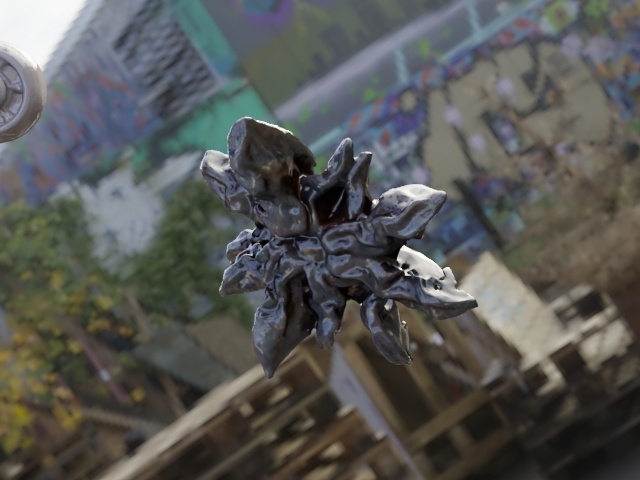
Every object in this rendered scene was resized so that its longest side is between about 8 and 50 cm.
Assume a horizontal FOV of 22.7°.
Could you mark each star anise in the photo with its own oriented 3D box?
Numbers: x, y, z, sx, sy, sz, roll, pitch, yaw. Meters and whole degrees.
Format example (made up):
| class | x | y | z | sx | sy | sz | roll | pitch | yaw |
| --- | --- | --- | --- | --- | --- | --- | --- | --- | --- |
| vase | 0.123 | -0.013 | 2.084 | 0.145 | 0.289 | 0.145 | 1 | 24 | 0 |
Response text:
| class | x | y | z | sx | sy | sz | roll | pitch | yaw |
| --- | --- | --- | --- | --- | --- | --- | --- | --- | --- |
| star anise | 0.001 | 0.004 | 1.320 | 0.129 | 0.283 | 0.212 | -40 | -27 | -50 |

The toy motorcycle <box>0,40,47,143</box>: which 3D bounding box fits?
| class | x | y | z | sx | sy | sz | roll | pitch | yaw |
| --- | --- | --- | --- | --- | --- | --- | --- | --- | --- |
| toy motorcycle | -0.314 | -0.137 | 1.118 | 0.112 | 0.254 | 0.112 | 14 | -90 | -89 |
